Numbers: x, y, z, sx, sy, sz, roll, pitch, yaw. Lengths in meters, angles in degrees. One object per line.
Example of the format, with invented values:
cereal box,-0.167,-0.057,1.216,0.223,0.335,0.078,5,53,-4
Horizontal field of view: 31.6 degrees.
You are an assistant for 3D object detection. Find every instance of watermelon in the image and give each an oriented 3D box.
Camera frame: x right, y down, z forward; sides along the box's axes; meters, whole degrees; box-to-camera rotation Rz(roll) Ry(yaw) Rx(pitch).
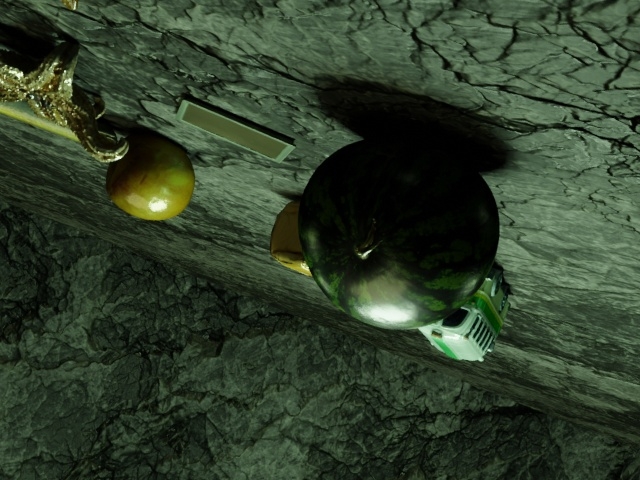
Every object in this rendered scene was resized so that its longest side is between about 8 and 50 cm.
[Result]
watermelon,0.099,-0.010,1.484,0.268,0.269,0.269,20,170,4

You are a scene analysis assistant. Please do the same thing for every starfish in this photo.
starfish,-0.417,-0.229,1.742,0.312,0.113,0.303,27,169,16

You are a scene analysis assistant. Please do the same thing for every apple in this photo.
apple,-0.305,-0.110,2.031,0.147,0.146,0.163,20,169,-24

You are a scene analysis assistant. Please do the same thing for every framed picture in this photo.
framed picture,-0.133,-0.170,1.747,0.183,0.011,0.142,22,170,-8

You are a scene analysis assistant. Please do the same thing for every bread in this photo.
bread,0.000,0.000,2.039,0.114,0.132,0.190,24,172,-30

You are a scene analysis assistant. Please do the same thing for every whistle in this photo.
whistle,-0.517,-0.234,2.030,0.326,0.057,0.068,22,170,-8

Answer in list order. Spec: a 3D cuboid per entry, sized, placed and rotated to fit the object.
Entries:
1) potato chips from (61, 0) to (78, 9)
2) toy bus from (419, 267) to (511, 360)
potato chips,-0.282,-0.313,1.240,0.026,0.037,0.204,11,165,-5
toy bus,0.263,0.130,2.112,0.133,0.165,0.276,18,169,21
